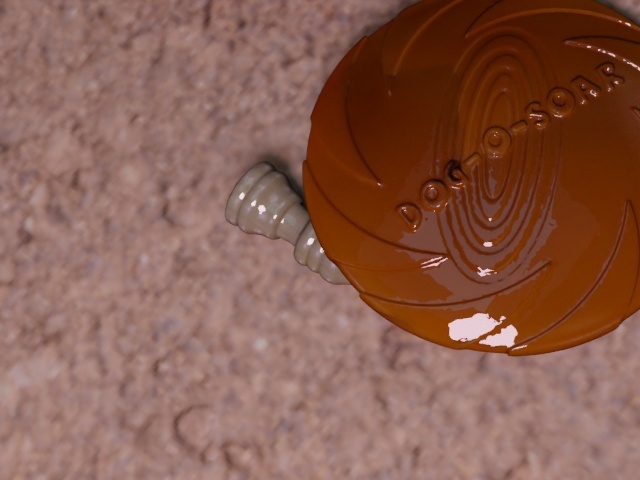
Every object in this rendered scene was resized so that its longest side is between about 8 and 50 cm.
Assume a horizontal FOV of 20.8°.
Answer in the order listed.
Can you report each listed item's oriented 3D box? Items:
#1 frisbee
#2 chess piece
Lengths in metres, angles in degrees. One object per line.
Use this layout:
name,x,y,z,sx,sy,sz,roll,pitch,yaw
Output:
frisbee,0.086,-0.040,0.809,0.192,0.035,0.192,-1,67,3
chess piece,0.000,0.000,0.835,0.092,0.035,0.035,34,82,19
